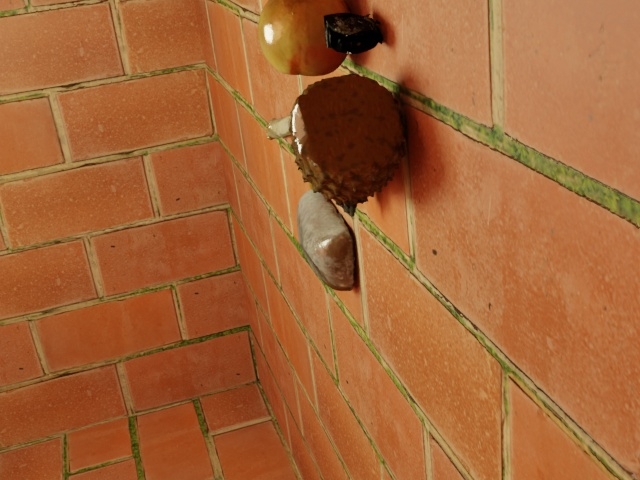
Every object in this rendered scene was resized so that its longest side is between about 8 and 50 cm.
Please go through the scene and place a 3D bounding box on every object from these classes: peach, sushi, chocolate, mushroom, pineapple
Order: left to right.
[{"bbox_3d":[-0.104,-0.306,2.183,0.202,0.054,0.059,-165,64,-70],"label":"mushroom"},{"bbox_3d":[-0.026,-0.392,1.491,0.184,0.184,0.184,167,90,-77],"label":"peach"},{"bbox_3d":[0.000,0.000,1.951,0.303,0.100,0.185,-118,17,-58],"label":"chocolate"},{"bbox_3d":[0.042,-0.141,1.433,0.362,0.202,0.202,95,159,-73],"label":"pineapple"},{"bbox_3d":[0.059,-0.351,1.362,0.083,0.084,0.056,-123,23,-57],"label":"sushi"}]

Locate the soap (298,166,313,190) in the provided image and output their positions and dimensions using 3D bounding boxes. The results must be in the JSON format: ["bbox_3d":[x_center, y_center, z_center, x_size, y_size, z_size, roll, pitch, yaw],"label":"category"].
[{"bbox_3d":[-0.022,-0.179,1.963,0.140,0.045,0.089,-120,19,-49],"label":"soap"}]
